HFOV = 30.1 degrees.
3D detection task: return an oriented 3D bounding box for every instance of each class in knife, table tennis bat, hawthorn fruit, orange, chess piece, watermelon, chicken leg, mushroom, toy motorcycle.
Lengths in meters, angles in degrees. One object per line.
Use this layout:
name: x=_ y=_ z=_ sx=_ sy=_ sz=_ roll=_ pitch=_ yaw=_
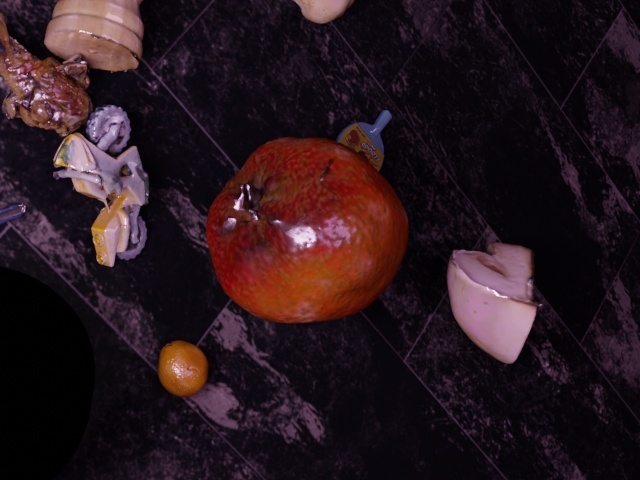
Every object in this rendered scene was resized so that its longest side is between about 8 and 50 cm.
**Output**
knife: x=-0.450 y=-0.028 z=1.595 sx=0.121 sy=0.018 sz=0.031 roll=-23 pitch=101 yaw=-40
table tennis bat: x=0.077 y=-0.163 z=2.034 sx=0.100 sy=0.019 sz=0.155 roll=49 pitch=60 yaw=-22
hawthorn fruit: x=0.000 y=0.000 z=1.812 sx=0.369 sy=0.285 sz=0.284 roll=27 pitch=66 yaw=-58
orange: x=-0.200 y=0.186 z=1.730 sx=0.085 sy=0.085 sz=0.085 roll=6 pitch=81 yaw=-38
chess piece: x=-0.295 y=-0.398 z=1.694 sx=0.137 sy=0.137 sz=0.300 roll=21 pitch=73 yaw=-35
watermelon: x=-0.408 y=0.169 z=1.437 sx=0.285 sy=0.285 sz=0.285 roll=6 pitch=81 yaw=-38
chicken leg: x=-0.394 y=-0.219 z=1.612 sx=0.196 sy=0.080 sz=0.125 roll=26 pitch=80 yaw=-38
mushroom: x=0.286 y=0.110 z=2.113 sx=0.162 sy=0.173 sz=0.236 roll=17 pitch=25 yaw=1
toy motorcycle: x=-0.307 y=-0.070 z=1.660 sx=0.130 sy=0.094 sz=0.229 roll=-33 pitch=125 yaw=-48
mushroom: x=0.004 y=-0.430 z=1.949 sx=0.148 sy=0.112 sz=0.148 roll=3 pitch=85 yaw=-38
